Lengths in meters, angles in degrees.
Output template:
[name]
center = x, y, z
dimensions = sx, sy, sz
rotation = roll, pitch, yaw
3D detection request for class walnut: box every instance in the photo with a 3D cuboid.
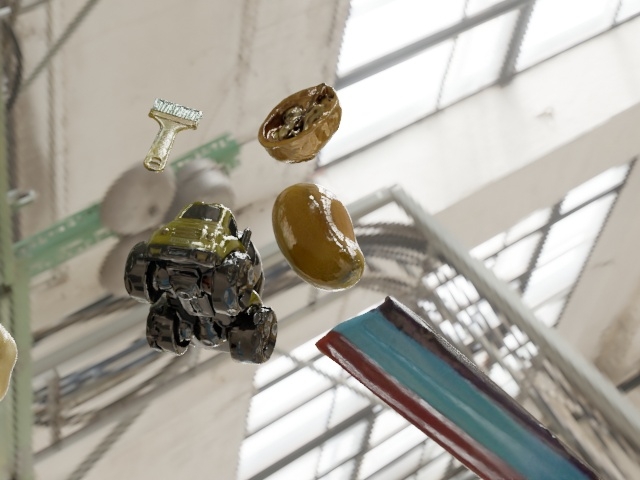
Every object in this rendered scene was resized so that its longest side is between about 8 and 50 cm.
[walnut]
center = -0.018, -0.125, 1.435
dimensions = 0.091, 0.121, 0.052
rotation = 4, -47, 38

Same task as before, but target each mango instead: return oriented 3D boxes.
[mango]
center = 0.000, 0.000, 1.595
dimensions = 0.102, 0.085, 0.184
rotation = -48, -130, 16

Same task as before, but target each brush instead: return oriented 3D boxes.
[brush]
center = -0.240, -0.163, 1.958
dimensions = 0.082, 0.218, 0.010
rotation = 15, -57, -2

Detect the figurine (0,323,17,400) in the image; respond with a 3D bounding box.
[figurine]
center = -0.404, 0.129, 1.272
dimensions = 0.114, 0.196, 0.108
rotation = -85, 155, -58

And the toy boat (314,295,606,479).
[toy boat]
center = 0.165, 0.186, 1.053
dimensions = 0.392, 0.079, 0.136
rotation = 41, 4, 11

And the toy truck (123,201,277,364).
[toy truck]
center = -0.128, 0.039, 1.492
dimensions = 0.147, 0.165, 0.224
rotation = 6, -34, 16
